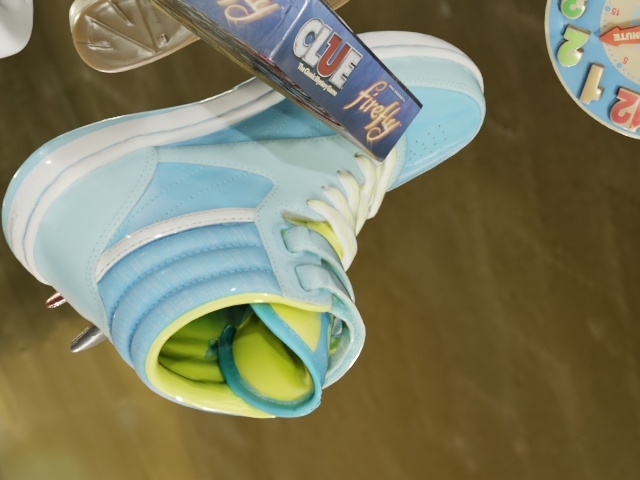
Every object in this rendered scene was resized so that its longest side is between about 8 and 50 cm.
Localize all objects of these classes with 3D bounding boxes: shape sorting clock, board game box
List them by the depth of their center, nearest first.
[{"bbox_3d":[-0.070,-0.144,1.077,0.243,0.042,0.165,36,180,27],"label":"board game box"},{"bbox_3d":[0.293,-0.182,1.691,0.040,0.206,0.206,-55,-50,-60],"label":"shape sorting clock"}]

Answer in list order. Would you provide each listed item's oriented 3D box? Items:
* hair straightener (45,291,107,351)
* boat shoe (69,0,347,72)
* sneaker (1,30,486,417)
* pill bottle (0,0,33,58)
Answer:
[{"bbox_3d":[-0.118,0.044,1.475,0.230,0.047,0.089,-27,90,44],"label":"hair straightener"},{"bbox_3d":[-0.100,-0.251,1.935,0.098,0.302,0.109,-116,8,-61],"label":"boat shoe"},{"bbox_3d":[0.000,0.000,1.145,0.208,0.319,0.127,49,150,37],"label":"sneaker"},{"bbox_3d":[-0.254,-0.126,1.023,0.112,0.186,0.112,-15,-90,-80],"label":"pill bottle"}]
